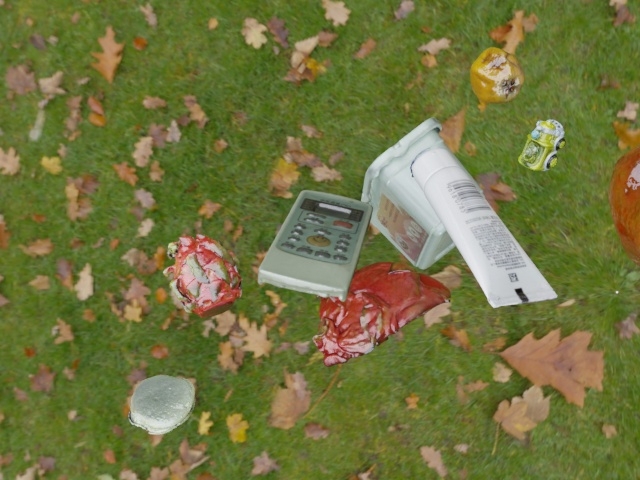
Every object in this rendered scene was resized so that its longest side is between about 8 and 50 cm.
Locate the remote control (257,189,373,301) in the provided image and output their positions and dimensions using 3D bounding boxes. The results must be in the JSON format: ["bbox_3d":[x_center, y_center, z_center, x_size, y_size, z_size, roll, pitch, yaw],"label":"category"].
[{"bbox_3d":[0.000,0.000,1.034,0.123,0.285,0.038,12,115,8],"label":"remote control"}]

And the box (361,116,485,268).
[{"bbox_3d":[0.200,-0.072,1.429,0.175,0.312,0.182,-37,75,-11],"label":"box"}]

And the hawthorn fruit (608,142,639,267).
[{"bbox_3d":[0.523,-0.032,1.047,0.224,0.260,0.224,-9,47,10],"label":"hawthorn fruit"}]

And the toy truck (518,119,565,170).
[{"bbox_3d":[0.465,-0.204,1.554,0.076,0.077,0.111,40,127,39],"label":"toy truck"}]

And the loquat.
[{"bbox_3d":[0.411,-0.378,1.701,0.137,0.113,0.137,-6,83,60],"label":"loquat"}]

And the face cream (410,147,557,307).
[{"bbox_3d":[0.187,-0.018,0.890,0.058,0.092,0.243,109,146,-43],"label":"face cream"}]

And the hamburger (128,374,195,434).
[{"bbox_3d":[-0.327,0.341,1.527,0.140,0.062,0.133,12,46,19],"label":"hamburger"}]

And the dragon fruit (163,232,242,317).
[{"bbox_3d":[-0.258,0.074,1.595,0.167,0.160,0.172,-29,73,30],"label":"dragon fruit"}]

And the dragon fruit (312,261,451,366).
[{"bbox_3d":[0.112,0.145,1.784,0.286,0.329,0.228,-36,78,36],"label":"dragon fruit"}]
